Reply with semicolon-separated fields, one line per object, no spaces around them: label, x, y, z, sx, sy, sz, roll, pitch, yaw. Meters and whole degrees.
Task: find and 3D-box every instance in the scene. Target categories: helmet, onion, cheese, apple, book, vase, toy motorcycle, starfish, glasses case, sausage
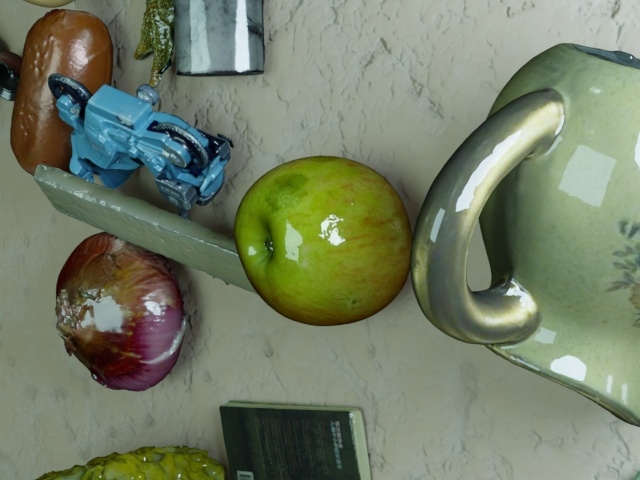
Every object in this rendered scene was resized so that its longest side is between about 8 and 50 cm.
helmet;-0.487;-0.265;1.481;0.065;0.049;0.084;24;144;1
onion;-0.295;0.106;1.309;0.230;0.163;0.230;11;110;32
cheese;-0.210;-0.011;1.233;0.400;0.034;0.085;21;150;21
apple;0.000;0.000;1.048;0.196;0.196;0.196;6;100;38
book;-0.033;0.289;1.211;0.228;0.024;0.160;-6;93;39
vase;0.203;-0.004;0.788;0.241;0.329;0.302;36;118;48
toy motorcycle;-0.239;-0.121;1.247;0.272;0.123;0.182;25;152;21
starfish;-0.206;-0.315;1.257;0.208;0.053;0.176;-45;59;27
glasses case;-0.129;-0.353;1.151;0.114;0.060;0.299;-1;97;2
sausage;-0.369;-0.203;1.348;0.133;0.133;0.258;32;113;31

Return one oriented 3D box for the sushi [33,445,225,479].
sushi;-0.300;0.474;1.255;0.396;0.240;0.351;-20;82;18

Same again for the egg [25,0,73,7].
egg;-0.390;-0.440;1.284;0.201;0.201;0.244;-15;96;39

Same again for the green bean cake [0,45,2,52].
green bean cake;-0.611;-0.292;1.548;0.185;0.094;0.183;47;121;24

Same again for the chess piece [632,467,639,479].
chess piece;0.297;0.257;0.934;0.093;0.042;0.042;-48;67;28
